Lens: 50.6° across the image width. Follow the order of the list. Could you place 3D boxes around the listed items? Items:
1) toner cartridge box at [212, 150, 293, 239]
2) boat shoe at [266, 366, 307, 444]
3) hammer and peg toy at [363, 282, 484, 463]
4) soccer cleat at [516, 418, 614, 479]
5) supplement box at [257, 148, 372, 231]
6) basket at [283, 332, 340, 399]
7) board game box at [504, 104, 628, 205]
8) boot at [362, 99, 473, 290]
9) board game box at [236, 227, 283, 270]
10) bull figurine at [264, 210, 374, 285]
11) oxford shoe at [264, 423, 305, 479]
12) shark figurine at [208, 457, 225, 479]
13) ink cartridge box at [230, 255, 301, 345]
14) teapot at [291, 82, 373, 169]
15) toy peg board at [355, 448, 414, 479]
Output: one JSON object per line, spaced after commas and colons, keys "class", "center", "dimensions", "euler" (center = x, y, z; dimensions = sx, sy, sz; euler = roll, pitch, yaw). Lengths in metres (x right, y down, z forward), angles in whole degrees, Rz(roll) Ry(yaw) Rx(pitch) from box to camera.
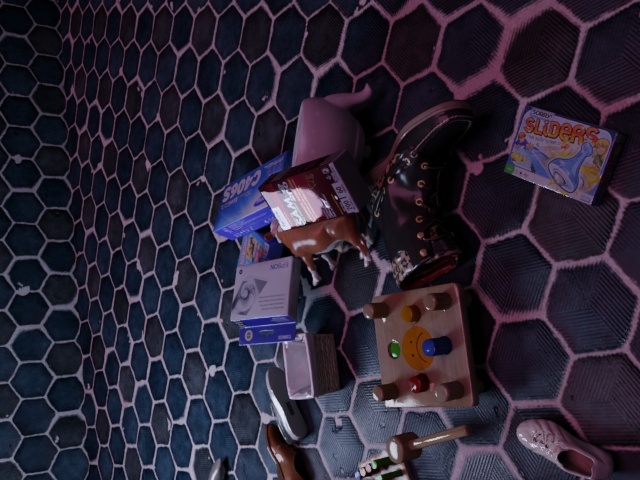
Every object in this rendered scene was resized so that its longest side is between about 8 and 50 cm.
{"class": "toner cartridge box", "center": [-0.181, -0.124, 1.973], "dimensions": [0.348, 0.075, 0.165], "euler": [-21, 52, 49]}
{"class": "boat shoe", "center": [-0.111, 0.466, 1.911], "dimensions": [0.070, 0.078, 0.219], "euler": [-46, 57, 39]}
{"class": "hammer and peg toy", "center": [0.230, 0.282, 1.447], "dimensions": [0.266, 0.127, 0.361], "euler": [-17, 76, 48]}
{"class": "soccer cleat", "center": [0.432, 0.375, 1.228], "dimensions": [0.196, 0.076, 0.068], "euler": [14, 100, 51]}
{"class": "supplement box", "center": [-0.016, -0.111, 1.552], "dimensions": [0.239, 0.073, 0.130], "euler": [-14, 114, 41]}
{"class": "basket", "center": [-0.022, 0.326, 1.781], "dimensions": [0.113, 0.103, 0.167], "euler": [-19, 75, 50]}
{"class": "board game box", "center": [0.447, -0.161, 1.255], "dimensions": [0.201, 0.035, 0.136], "euler": [33, 114, 47]}
{"class": "boot", "center": [0.229, -0.088, 1.441], "dimensions": [0.377, 0.138, 0.284], "euler": [-44, 53, 46]}
{"class": "board game box", "center": [-0.182, 0.054, 2.005], "dimensions": [0.210, 0.047, 0.160], "euler": [38, 118, 58]}
{"class": "bull figurine", "center": [0.000, 0.000, 1.692], "dimensions": [0.310, 0.101, 0.188], "euler": [-20, 110, 45]}
{"class": "oxford shoe", "center": [-0.097, 0.602, 1.915], "dimensions": [0.076, 0.076, 0.212], "euler": [-37, 53, 10]}
{"class": "shark figurine", "center": [-0.336, 0.862, 2.160], "dimensions": [0.166, 0.116, 0.278], "euler": [-53, 48, 38]}
{"class": "ink cartridge box", "center": [-0.152, 0.165, 1.834], "dimensions": [0.223, 0.045, 0.224], "euler": [-12, 67, 39]}
{"class": "teapot", "center": [0.031, -0.224, 1.678], "dimensions": [0.256, 0.187, 0.252], "euler": [111, 165, -63]}
{"class": "toy peg board", "center": [0.140, 0.584, 1.590], "dimensions": [0.160, 0.079, 0.161], "euler": [-43, 56, 42]}
